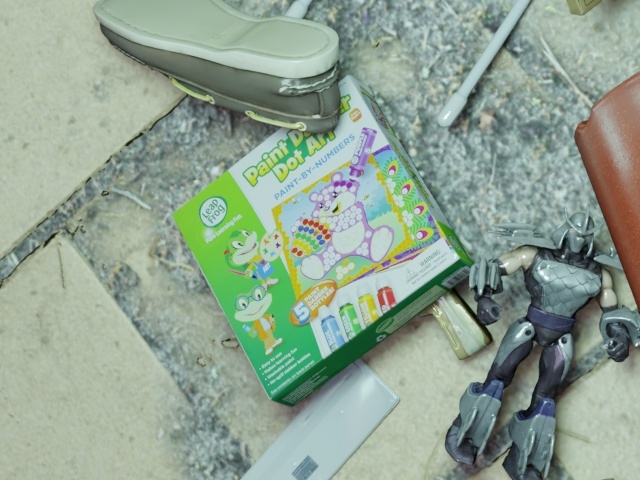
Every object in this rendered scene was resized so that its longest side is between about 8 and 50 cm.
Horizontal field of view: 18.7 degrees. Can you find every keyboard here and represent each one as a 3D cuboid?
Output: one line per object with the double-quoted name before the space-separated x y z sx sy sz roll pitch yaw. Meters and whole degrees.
"keyboard" -0.023 0.235 2.050 0.072 0.014 0.256 43 103 11

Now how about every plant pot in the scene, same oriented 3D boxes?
"plant pot" 0.377 -0.026 1.793 0.272 0.272 0.265 -29 70 17

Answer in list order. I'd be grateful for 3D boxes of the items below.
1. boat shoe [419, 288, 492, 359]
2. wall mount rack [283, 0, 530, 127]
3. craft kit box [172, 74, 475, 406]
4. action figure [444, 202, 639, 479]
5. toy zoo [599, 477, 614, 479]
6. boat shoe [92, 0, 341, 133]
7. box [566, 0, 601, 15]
"boat shoe" 0.117 0.063 1.981 0.045 0.050 0.135 -40 76 9
"wall mount rack" 0.115 -0.305 1.958 0.350 0.130 0.304 32 125 19
"craft kit box" 0.000 0.000 1.996 0.250 0.061 0.246 -38 59 15
"action figure" 0.220 0.097 1.910 0.185 0.099 0.285 18 104 0
"toy zoo" 0.166 0.353 1.965 0.293 0.030 0.192 -10 85 19
"boat shoe" -0.110 -0.190 2.029 0.324 0.116 0.096 18 131 36
"box" 0.269 -0.340 1.845 0.021 0.164 0.201 18 139 50
